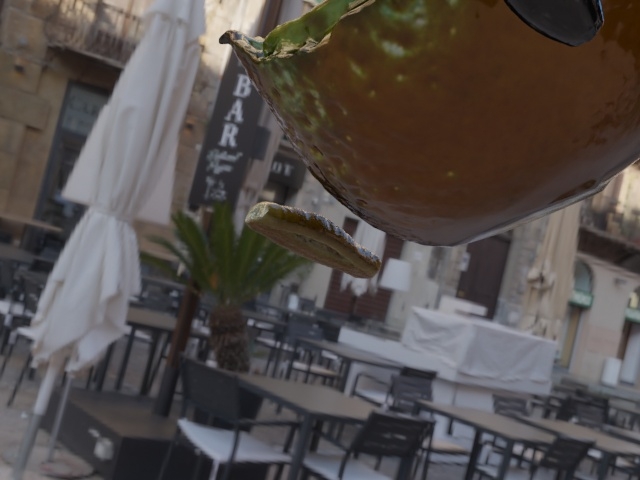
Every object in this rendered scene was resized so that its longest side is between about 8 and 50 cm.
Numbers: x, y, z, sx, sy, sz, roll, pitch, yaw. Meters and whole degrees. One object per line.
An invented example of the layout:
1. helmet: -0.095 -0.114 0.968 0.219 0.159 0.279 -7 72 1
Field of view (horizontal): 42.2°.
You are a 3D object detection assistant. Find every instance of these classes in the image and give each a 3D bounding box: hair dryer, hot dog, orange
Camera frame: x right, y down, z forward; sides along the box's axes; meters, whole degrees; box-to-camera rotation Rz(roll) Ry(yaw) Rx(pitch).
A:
1. hair dryer: 0.091 -0.117 0.284 0.079 0.083 0.031 42 20 -24
2. hot dog: 0.000 -0.001 0.680 0.137 0.028 0.044 27 -28 -33
3. orange: 0.108 -0.107 0.510 0.196 0.262 0.334 55 3 12
